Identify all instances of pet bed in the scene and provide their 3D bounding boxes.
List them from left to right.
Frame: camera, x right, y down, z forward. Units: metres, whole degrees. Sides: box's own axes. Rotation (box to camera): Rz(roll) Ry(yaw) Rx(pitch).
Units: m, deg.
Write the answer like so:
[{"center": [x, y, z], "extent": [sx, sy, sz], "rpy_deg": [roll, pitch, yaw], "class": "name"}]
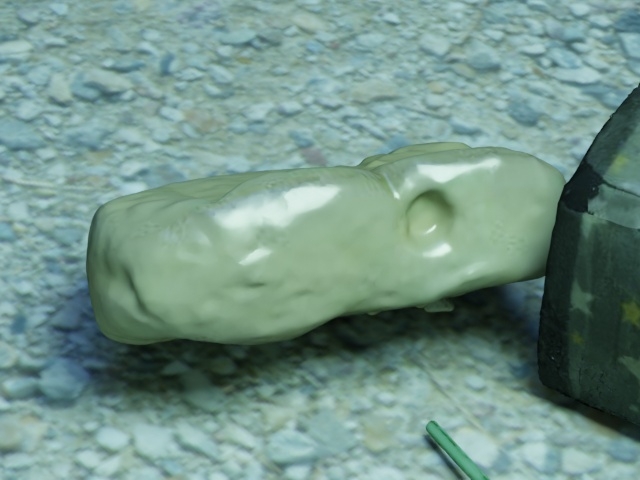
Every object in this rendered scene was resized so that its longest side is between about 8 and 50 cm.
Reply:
[{"center": [0.232, -0.002, 1.064], "extent": [0.159, 0.183, 0.211], "rpy_deg": [22, 45, 23], "class": "pet bed"}]

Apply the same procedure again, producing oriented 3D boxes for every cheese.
[{"center": [0.000, 0.002, 1.078], "extent": [0.263, 0.093, 0.159], "rpy_deg": [-9, 2, -17], "class": "cheese"}]

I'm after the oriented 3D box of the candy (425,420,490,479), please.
[{"center": [0.109, 0.149, 0.991], "extent": [0.060, 0.060, 0.201], "rpy_deg": [-19, 40, -24], "class": "candy"}]
